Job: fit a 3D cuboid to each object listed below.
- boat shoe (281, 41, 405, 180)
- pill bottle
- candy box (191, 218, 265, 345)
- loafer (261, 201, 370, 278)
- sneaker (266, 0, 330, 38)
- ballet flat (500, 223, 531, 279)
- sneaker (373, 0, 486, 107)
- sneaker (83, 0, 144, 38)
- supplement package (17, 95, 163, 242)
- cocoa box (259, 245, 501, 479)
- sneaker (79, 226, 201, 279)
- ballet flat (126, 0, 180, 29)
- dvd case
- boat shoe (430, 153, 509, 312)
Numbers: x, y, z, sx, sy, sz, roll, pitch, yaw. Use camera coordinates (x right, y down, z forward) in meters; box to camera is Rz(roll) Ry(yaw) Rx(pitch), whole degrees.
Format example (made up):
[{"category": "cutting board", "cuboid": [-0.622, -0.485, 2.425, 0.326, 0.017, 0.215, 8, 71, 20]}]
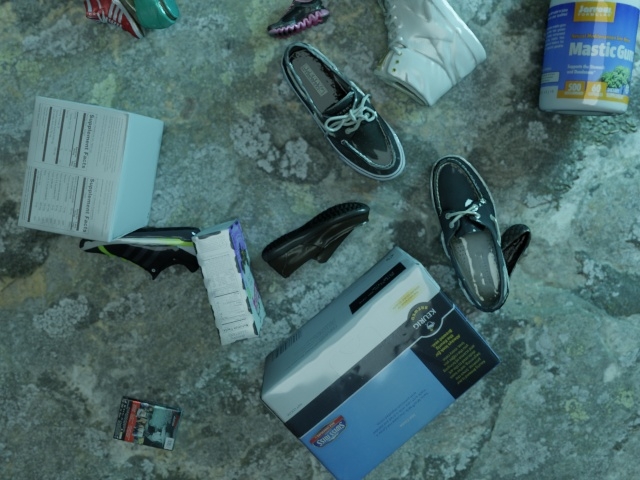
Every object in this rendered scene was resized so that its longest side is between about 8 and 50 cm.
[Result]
[{"category": "boat shoe", "cuboid": [0.045, -0.232, 1.237, 0.113, 0.105, 0.306, -36, 97, 3]}, {"category": "pill bottle", "cuboid": [0.477, -0.362, 1.213, 0.152, 0.152, 0.272, 3, 98, -2]}, {"category": "candy box", "cuboid": [-0.161, 0.070, 1.237, 0.070, 0.165, 0.196, -15, 98, 1]}, {"category": "loafer", "cuboid": [0.000, 0.000, 1.286, 0.220, 0.080, 0.078, -27, 107, 7]}, {"category": "sneaker", "cuboid": [-0.046, -0.408, 1.246, 0.119, 0.047, 0.057, -23, 91, -6]}, {"category": "ballet flat", "cuboid": [0.347, 0.046, 1.310, 0.057, 0.049, 0.173, 23, 96, -4]}, {"category": "sneaker", "cuboid": [0.140, -0.374, 1.222, 0.169, 0.108, 0.292, -44, 98, 0]}, {"category": "sneaker", "cuboid": [-0.374, -0.396, 1.233, 0.067, 0.042, 0.118, -38, 89, -1]}, {"category": "supplement package", "cuboid": [-0.373, -0.121, 1.157, 0.145, 0.262, 0.204, 10, 97, -3]}, {"category": "cocoa box", "cuboid": [0.097, 0.215, 1.231, 0.347, 0.231, 0.228, -41, 97, 3]}, {"category": "sneaker", "cuboid": [-0.325, 0.028, 1.267, 0.235, 0.084, 0.097, -1, 98, -2]}, {"category": "ballet flat", "cuboid": [-0.330, -0.488, 1.207, 0.087, 0.083, 0.247, -18, 96, 14]}, {"category": "dvd case", "cuboid": [-0.338, 0.359, 1.344, 0.120, 0.013, 0.087, 13, 97, -2]}, {"category": "boat shoe", "cuboid": [0.278, -0.015, 1.262, 0.114, 0.091, 0.302, -23, 88, 16]}]
